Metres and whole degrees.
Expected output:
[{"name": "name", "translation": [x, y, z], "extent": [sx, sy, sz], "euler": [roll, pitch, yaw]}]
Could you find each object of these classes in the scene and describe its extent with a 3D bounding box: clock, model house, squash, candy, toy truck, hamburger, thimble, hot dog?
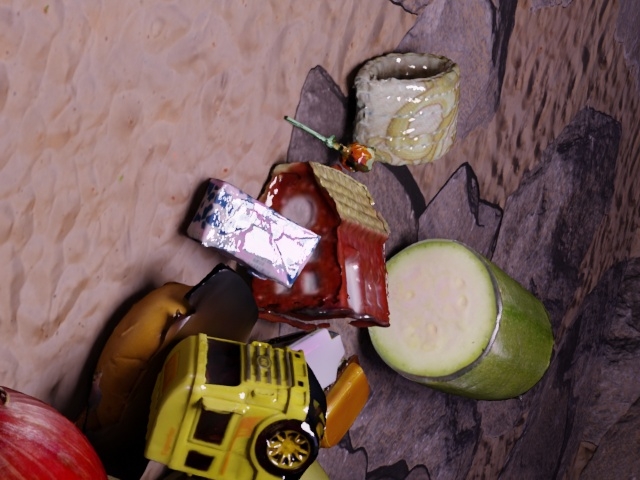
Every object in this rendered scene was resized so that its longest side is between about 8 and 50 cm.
[{"name": "clock", "translation": [-0.098, 0.206, 1.656], "extent": [0.253, 0.186, 0.083], "euler": [-26, 97, -50]}, {"name": "model house", "translation": [0.000, 0.000, 1.702], "extent": [0.196, 0.160, 0.254], "euler": [22, 63, -61]}, {"name": "squash", "translation": [0.269, 0.162, 2.157], "extent": [0.384, 0.263, 0.263], "euler": [27, 86, -62]}, {"name": "candy", "translation": [-0.092, -0.007, 1.546], "extent": [0.160, 0.073, 0.092], "euler": [29, 85, -22]}, {"name": "candy", "translation": [0.012, -0.146, 1.705], "extent": [0.184, 0.055, 0.049], "euler": [26, 50, -41]}, {"name": "toy truck", "translation": [-0.151, 0.314, 1.423], "extent": [0.181, 0.253, 0.405], "euler": [-107, -145, -68]}, {"name": "hamburger", "translation": [0.012, 0.266, 1.974], "extent": [0.166, 0.087, 0.137], "euler": [-47, 144, -35]}, {"name": "thimble", "translation": [0.128, -0.203, 1.791], "extent": [0.190, 0.137, 0.144], "euler": [-15, 125, -33]}, {"name": "hot dog", "translation": [-0.228, 0.162, 1.482], "extent": [0.326, 0.107, 0.194], "euler": [-44, 136, -14]}]

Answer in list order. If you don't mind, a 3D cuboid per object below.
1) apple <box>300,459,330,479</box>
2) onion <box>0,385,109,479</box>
[{"name": "apple", "translation": [-0.100, 0.407, 1.709], "extent": [0.279, 0.279, 0.279], "euler": [-38, 140, -41]}, {"name": "onion", "translation": [-0.357, 0.298, 1.164], "extent": [0.341, 0.341, 0.341], "euler": [-38, 140, -41]}]
